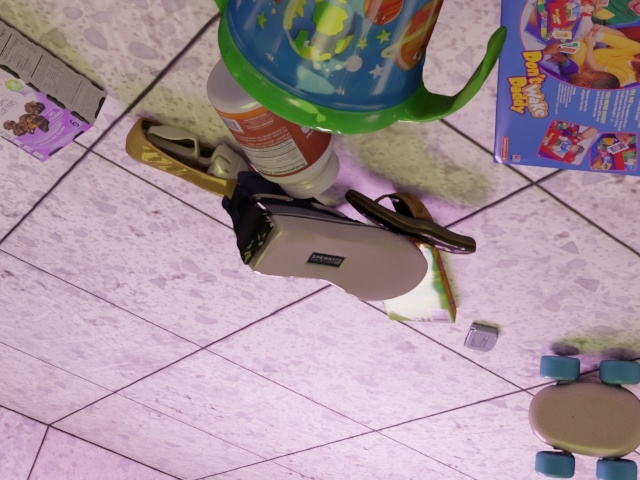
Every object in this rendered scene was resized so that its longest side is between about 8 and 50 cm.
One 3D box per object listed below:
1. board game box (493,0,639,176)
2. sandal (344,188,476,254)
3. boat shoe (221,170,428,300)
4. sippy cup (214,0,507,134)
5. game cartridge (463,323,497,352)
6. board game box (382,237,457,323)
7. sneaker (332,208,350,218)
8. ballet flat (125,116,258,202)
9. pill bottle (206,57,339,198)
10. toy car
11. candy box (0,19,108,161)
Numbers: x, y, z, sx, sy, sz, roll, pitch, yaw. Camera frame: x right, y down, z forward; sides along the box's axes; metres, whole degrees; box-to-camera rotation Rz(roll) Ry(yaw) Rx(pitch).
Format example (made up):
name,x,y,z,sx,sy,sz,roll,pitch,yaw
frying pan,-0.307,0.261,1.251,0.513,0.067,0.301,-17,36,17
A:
name,x,y,z,sx,sy,sz,roll,pitch,yaw
board game box,0.319,-0.210,1.036,0.233,0.078,0.347,7,148,12
sandal,0.140,-0.038,1.399,0.219,0.060,0.090,20,173,-6
boat shoe,0.009,-0.015,1.393,0.340,0.158,0.127,16,122,-40
sippy cup,0.031,-0.267,0.946,0.305,0.240,0.224,6,141,-19
game cartridge,0.303,0.184,1.737,0.056,0.017,0.083,15,149,5
board game box,0.154,0.066,1.591,0.124,0.039,0.259,1,149,19
sneaker,0.000,0.000,1.536,0.078,0.067,0.188,6,154,-30
ballet flat,-0.180,-0.121,1.393,0.232,0.080,0.073,18,135,-9
pill bottle,-0.054,-0.155,1.239,0.121,0.121,0.216,-2,146,25
toy car,0.513,0.332,1.767,0.210,0.219,0.238,2,176,19
candy box,-0.441,-0.216,1.348,0.196,0.070,0.165,34,144,-30
